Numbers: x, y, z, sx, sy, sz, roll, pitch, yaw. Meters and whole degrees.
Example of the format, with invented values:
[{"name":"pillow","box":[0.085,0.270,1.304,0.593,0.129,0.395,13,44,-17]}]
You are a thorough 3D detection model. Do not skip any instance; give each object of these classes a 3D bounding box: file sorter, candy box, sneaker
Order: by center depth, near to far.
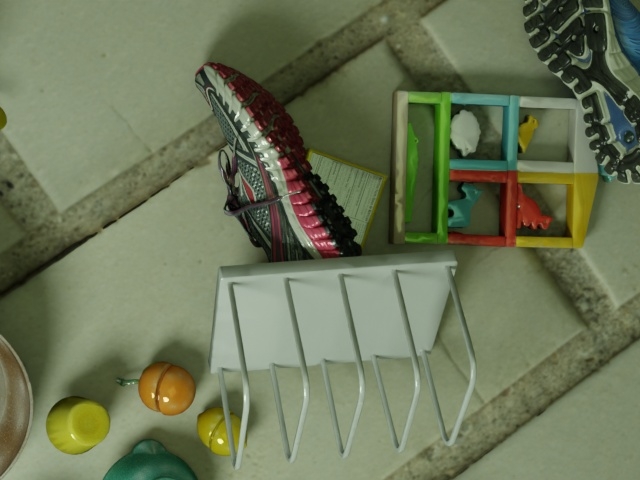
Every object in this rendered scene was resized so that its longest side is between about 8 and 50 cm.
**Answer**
[{"name":"file sorter","box":[0.025,0.144,1.803,0.278,0.192,0.173,-4,53,-12]},{"name":"sneaker","box":[-0.073,-0.077,1.837,0.112,0.121,0.299,-31,80,19]},{"name":"candy box","box":[0.000,0.000,1.908,0.105,0.027,0.205,20,88,-12]},{"name":"sneaker","box":[0.366,-0.231,1.940,0.147,0.130,0.330,-16,82,-44]}]

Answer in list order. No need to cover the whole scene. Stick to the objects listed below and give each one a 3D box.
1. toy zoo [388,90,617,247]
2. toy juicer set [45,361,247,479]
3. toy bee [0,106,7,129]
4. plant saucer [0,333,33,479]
[{"name":"toy zoo","box":[0.232,-0.087,1.952,0.293,0.030,0.192,2,91,-12]},{"name":"toy juicer set","box":[-0.169,0.299,1.864,0.209,0.089,0.329,-30,94,-27]},{"name":"toy bee","box":[-0.438,-0.186,1.767,0.195,0.162,0.298,35,105,-29]},{"name":"plant saucer","box":[-0.481,0.181,1.755,0.311,0.050,0.310,-5,118,-10]}]
